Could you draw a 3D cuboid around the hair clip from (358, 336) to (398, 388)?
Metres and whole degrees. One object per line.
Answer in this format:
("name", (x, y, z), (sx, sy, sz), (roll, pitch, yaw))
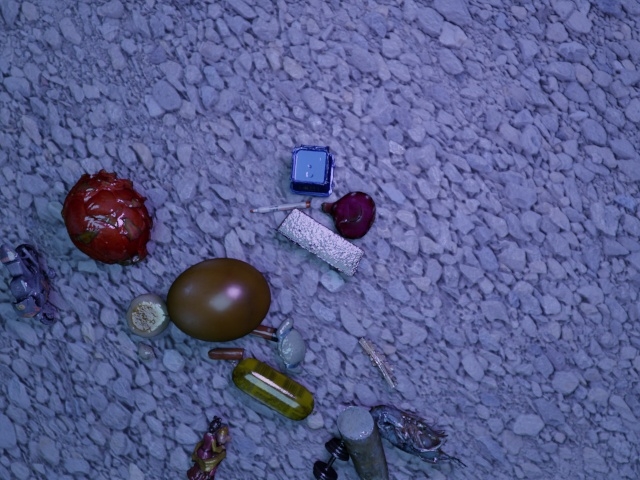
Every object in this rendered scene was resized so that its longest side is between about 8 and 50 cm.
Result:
("hair clip", (0.211, 0.432, 1.763), (0.062, 0.056, 0.213), (-37, 81, 17))

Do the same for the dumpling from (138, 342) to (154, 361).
("dumpling", (-0.633, 0.409, 1.780), (0.077, 0.043, 0.059), (27, 113, -2))

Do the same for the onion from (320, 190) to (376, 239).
("onion", (0.094, -0.095, 1.717), (0.198, 0.135, 0.173), (12, 88, 3))

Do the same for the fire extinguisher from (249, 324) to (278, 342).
("fire extinguisher", (-0.235, 0.322, 1.764), (0.177, 0.062, 0.050), (14, 120, 1))

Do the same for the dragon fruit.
("dragon fruit", (-0.717, -0.070, 1.668), (0.278, 0.277, 0.342), (-14, 86, 1))

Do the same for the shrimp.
("shrimp", (0.332, 0.684, 1.695), (0.372, 0.172, 0.137), (16, 97, 15))

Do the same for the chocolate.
("chocolate", (0.000, 0.000, 1.731), (0.321, 0.112, 0.111), (31, 91, 0))

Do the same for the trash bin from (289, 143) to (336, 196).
("trash bin", (-0.029, -0.248, 1.668), (0.163, 0.234, 0.183), (4, 91, 2))

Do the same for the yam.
("yam", (0.159, 0.737, 1.700), (0.133, 0.133, 0.330), (-17, 108, 1))

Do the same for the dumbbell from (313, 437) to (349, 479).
("dumbbell", (0.040, 0.778, 1.740), (0.099, 0.099, 0.208), (30, 90, 1))

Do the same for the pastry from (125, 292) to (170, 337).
("pastry", (-0.611, 0.266, 1.754), (0.157, 0.092, 0.156), (0, 94, 1))

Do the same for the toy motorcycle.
("toy motorcycle", (-1.017, 0.156, 1.719), (0.108, 0.173, 0.307), (-18, 92, 2))

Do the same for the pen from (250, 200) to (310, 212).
("pen", (-0.144, -0.119, 1.775), (0.218, 0.026, 0.026), (-6, 90, 1))

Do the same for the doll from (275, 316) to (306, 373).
("doll", (-0.103, 0.377, 1.744), (0.104, 0.072, 0.213), (-20, 102, -41))

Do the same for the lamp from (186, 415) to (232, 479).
("lamp", (-0.383, 0.737, 1.745), (0.118, 0.118, 0.253), (21, 87, 1))

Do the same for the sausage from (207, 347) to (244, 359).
("sausage", (-0.341, 0.409, 1.775), (0.131, 0.039, 0.041), (0, 98, 2))

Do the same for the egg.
("egg", (-0.341, 0.198, 1.654), (0.352, 0.282, 0.282), (-5, 90, 12))

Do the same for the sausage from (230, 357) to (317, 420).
("sausage", (-0.167, 0.520, 1.730), (0.347, 0.123, 0.123), (31, 91, 1))
